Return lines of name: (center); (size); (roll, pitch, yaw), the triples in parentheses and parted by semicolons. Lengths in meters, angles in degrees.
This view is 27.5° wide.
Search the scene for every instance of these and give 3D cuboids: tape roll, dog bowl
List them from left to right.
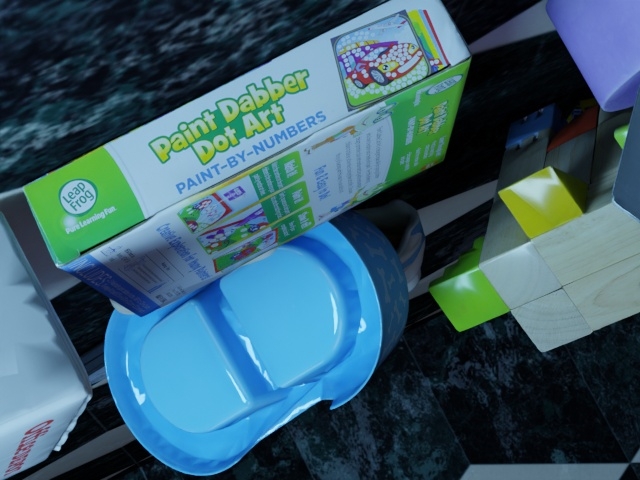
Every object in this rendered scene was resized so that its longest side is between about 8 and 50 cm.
dog bowl: (-0.051, 0.075, 1.055); (0.297, 0.166, 0.074); (-34, 173, 35)
tape roll: (0.248, -0.165, 0.852); (0.189, 0.080, 0.189); (-27, 170, -5)

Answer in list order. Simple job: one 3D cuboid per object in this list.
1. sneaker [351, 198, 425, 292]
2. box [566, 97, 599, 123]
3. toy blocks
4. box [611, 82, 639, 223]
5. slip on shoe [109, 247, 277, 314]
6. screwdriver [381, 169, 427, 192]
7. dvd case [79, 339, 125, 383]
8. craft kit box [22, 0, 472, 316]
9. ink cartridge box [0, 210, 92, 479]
sneaker: (-0.013, 0.025, 1.181); (0.229, 0.087, 0.092); (-20, 146, -17)
box: (0.283, -0.102, 1.343); (0.059, 0.054, 0.169); (-12, 169, -2)
toy blocks: (0.289, -0.071, 1.062); (0.381, 0.190, 0.261); (-26, -158, 29)
box: (0.279, -0.144, 0.714); (0.216, 0.060, 0.270); (-23, 137, -27)
slip on shoe: (-0.097, 0.010, 0.956); (0.135, 0.051, 0.041); (-21, 132, 8)
screwdriver: (0.009, -0.039, 1.078); (0.170, 0.025, 0.024); (-17, 170, -10)
dvd case: (-0.135, 0.088, 1.278); (0.253, 0.022, 0.180); (-19, 173, -39)
craft kit box: (-0.034, -0.042, 0.805); (0.247, 0.061, 0.250); (-25, 171, -3)
ink cartridge box: (-0.284, 0.109, 0.712); (0.278, 0.117, 0.201); (-23, 170, -24)
